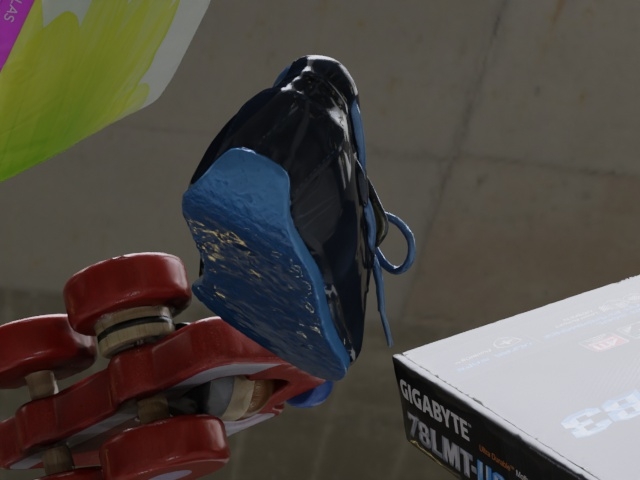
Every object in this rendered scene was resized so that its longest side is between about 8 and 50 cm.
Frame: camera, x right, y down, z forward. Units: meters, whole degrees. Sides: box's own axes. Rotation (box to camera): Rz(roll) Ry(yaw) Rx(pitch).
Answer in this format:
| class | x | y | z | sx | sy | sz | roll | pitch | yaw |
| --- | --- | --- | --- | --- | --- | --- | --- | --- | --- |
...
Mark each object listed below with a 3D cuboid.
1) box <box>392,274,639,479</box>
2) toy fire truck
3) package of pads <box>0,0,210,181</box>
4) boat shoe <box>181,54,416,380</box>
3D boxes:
| class | x | y | z | sx | sy | sz | roll | pitch | yaw |
| --- | --- | --- | --- | --- | --- | --- | --- | --- | --- |
| box | 0.236 | 0.095 | 0.835 | 0.295 | 0.293 | 0.073 | -16 | -73 | -19 |
| toy fire truck | -0.124 | 0.130 | 1.202 | 0.302 | 0.169 | 0.254 | -29 | -21 | 36 |
| package of pads | -0.124 | -0.159 | 0.778 | 0.101 | 0.296 | 0.229 | 33 | -67 | 4 |
| boat shoe | 0.000 | 0.000 | 0.669 | 0.109 | 0.089 | 0.258 | 29 | -16 | 3 |
